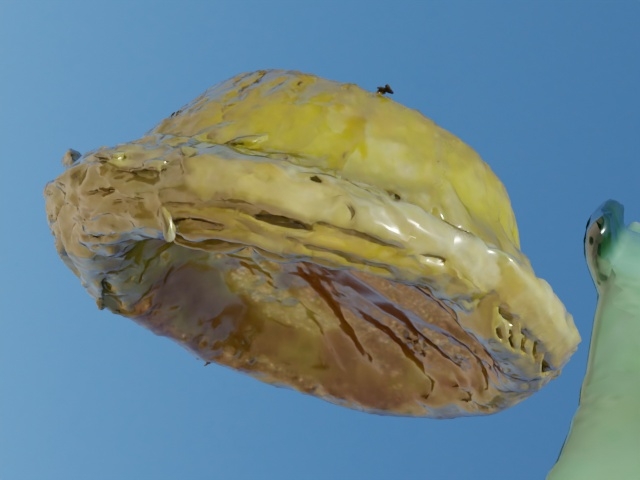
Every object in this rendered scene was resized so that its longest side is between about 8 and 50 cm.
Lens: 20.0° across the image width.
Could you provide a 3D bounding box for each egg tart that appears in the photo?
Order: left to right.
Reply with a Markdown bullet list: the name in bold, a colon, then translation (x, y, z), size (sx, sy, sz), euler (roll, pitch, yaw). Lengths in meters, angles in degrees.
- **egg tart**: translation (0.000, 0.000, 1.257), size (0.388, 0.388, 0.169), euler (-16, -130, 61)

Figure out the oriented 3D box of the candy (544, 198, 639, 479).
- **candy**: translation (0.187, 0.080, 0.601), size (0.398, 0.262, 0.172), euler (-44, 152, -63)
